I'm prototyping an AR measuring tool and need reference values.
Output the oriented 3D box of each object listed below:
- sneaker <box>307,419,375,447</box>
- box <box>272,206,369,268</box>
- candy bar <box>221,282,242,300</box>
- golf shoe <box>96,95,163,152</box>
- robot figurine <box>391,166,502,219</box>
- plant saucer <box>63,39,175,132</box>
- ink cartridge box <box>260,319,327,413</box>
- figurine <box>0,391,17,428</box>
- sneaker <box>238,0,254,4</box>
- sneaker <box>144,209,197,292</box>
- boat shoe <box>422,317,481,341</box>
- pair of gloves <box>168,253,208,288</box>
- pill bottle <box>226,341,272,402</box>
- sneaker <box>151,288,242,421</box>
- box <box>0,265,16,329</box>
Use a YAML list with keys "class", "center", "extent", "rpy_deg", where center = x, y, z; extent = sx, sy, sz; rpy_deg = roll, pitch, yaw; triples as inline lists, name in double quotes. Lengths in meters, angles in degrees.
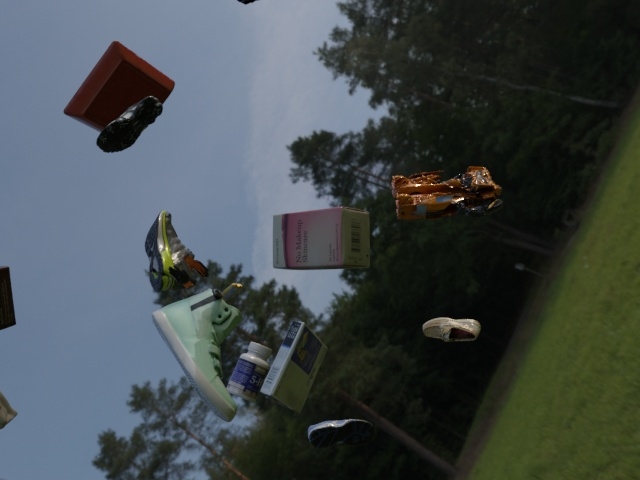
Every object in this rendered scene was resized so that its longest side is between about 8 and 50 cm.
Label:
- class: "sneaker"
  center: [0.061, 0.568, 1.694]
  extent: [0.081, 0.211, 0.080]
  rpy_deg: [-179, 93, -74]
- class: "box"
  center: [0.000, 0.000, 1.467]
  extent: [0.126, 0.232, 0.149]
  rpy_deg: [6, -98, -51]
- class: "candy bar"
  center: [-0.312, 0.177, 1.929]
  extent: [0.161, 0.040, 0.018]
  rpy_deg: [-36, 46, 51]
- class: "golf shoe"
  center: [-0.502, -0.303, 1.493]
  extent: [0.198, 0.094, 0.077]
  rpy_deg: [-38, -62, -7]
- class: "robot figurine"
  center: [0.344, -0.129, 1.525]
  extent: [0.211, 0.290, 0.085]
  rpy_deg: [-92, -7, -55]
- class: "plant saucer"
  center: [-0.580, -0.418, 1.684]
  extent: [0.258, 0.047, 0.259]
  rpy_deg: [-51, -29, 6]
- class: "ink cartridge box"
  center: [-0.065, 0.347, 1.537]
  extent: [0.206, 0.045, 0.208]
  rpy_deg: [-65, -30, -21]
- class: "figurine"
  center: [-0.962, 0.423, 1.554]
  extent: [0.210, 0.214, 0.092]
  rpy_deg: [70, -154, -13]
- class: "sneaker"
  center: [-0.148, -0.588, 1.311]
  extent: [0.232, 0.081, 0.091]
  rpy_deg: [-4, -87, -44]
- class: "sneaker"
  center: [-0.442, 0.035, 1.676]
  extent: [0.121, 0.300, 0.111]
  rpy_deg: [15, -48, -36]
- class: "boat shoe"
  center: [0.375, 0.263, 1.640]
  extent: [0.063, 0.169, 0.059]
  rpy_deg: [69, -151, -25]
- class: "pair of gloves"
  center: [-0.302, 0.071, 1.296]
  extent: [0.074, 0.083, 0.010]
  rpy_deg: [48, -156, -27]
- class: "pill bottle"
  center: [-0.241, 0.453, 1.961]
  extent: [0.112, 0.111, 0.187]
  rpy_deg: [58, -129, -64]
- class: "sneaker"
  center: [-0.193, 0.203, 1.069]
  extent: [0.151, 0.256, 0.094]
  rpy_deg: [-29, -22, -23]
- class: "box"
  center: [-0.936, 0.162, 1.461]
  extent: [0.203, 0.166, 0.169]
  rpy_deg: [-20, -72, -69]
